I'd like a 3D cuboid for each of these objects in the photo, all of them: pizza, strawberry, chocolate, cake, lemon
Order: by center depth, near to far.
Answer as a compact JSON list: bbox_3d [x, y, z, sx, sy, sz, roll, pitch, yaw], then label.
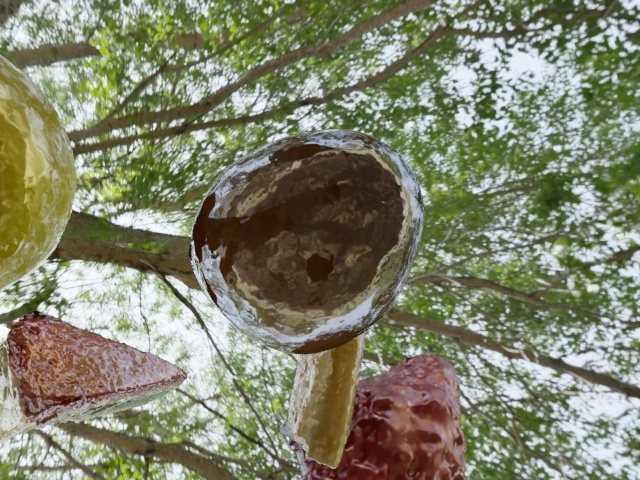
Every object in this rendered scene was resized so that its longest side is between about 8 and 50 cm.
[{"bbox_3d":[0.000,0.000,0.394,0.176,0.177,0.177,0,-91,-21],"label":"chocolate"},{"bbox_3d":[0.007,0.113,0.571,0.056,0.271,0.134,16,-60,-10],"label":"pizza"},{"bbox_3d":[-0.260,0.137,0.594,0.086,0.220,0.117,-35,-106,19],"label":"cake"},{"bbox_3d":[-0.454,-0.079,0.614,0.348,0.348,0.348,0,-91,-21],"label":"lemon"},{"bbox_3d":[0.085,0.277,0.655,0.257,0.261,0.261,-15,-85,-7],"label":"strawberry"}]
